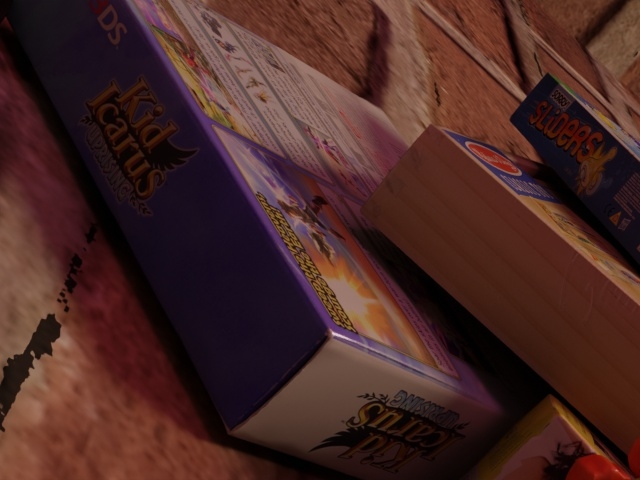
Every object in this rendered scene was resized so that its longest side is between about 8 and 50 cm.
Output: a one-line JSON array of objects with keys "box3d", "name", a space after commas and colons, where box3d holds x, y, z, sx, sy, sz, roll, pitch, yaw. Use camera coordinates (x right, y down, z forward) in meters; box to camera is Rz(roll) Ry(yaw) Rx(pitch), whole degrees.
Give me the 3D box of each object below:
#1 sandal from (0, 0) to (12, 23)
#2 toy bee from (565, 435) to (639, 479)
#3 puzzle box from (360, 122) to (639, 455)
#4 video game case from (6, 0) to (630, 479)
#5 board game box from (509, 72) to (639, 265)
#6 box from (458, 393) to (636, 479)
[{"box3d": [-0.183, -0.129, 0.684, 0.179, 0.040, 0.067, 18, 30, -56], "name": "sandal"}, {"box3d": [0.151, 0.131, 0.549, 0.195, 0.298, 0.162, 4, 13, -21], "name": "toy bee"}, {"box3d": [0.194, 0.063, 0.839, 0.272, 0.052, 0.409, 42, 12, 17], "name": "puzzle box"}, {"box3d": [0.000, 0.000, 0.766, 0.244, 0.061, 0.269, 28, 23, -48], "name": "video game case"}, {"box3d": [0.179, -0.003, 0.821, 0.136, 0.035, 0.201, 34, 13, -24], "name": "board game box"}, {"box3d": [0.141, 0.171, 0.640, 0.232, 0.087, 0.058, 44, 6, 1], "name": "box"}]
